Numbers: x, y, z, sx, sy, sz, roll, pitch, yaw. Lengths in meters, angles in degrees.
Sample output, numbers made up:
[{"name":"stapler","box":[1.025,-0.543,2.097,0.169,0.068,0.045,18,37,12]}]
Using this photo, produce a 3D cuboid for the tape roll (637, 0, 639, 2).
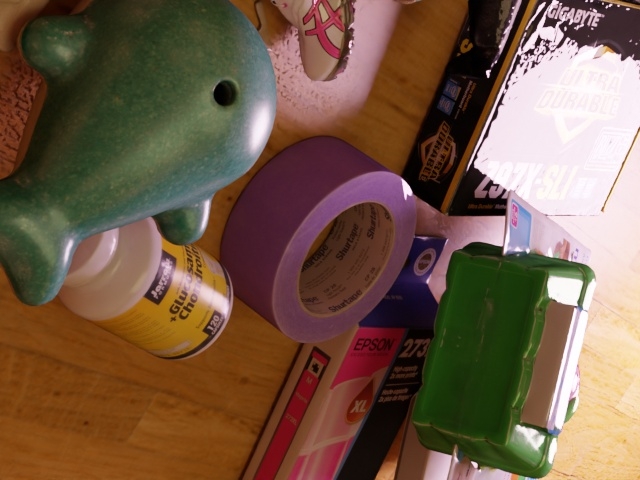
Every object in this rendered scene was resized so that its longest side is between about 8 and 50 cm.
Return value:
[{"name":"tape roll","box":[0.426,-0.314,1.441,0.246,0.246,0.169,-6,122,-47]}]

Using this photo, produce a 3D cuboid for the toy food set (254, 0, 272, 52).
[{"name":"toy food set","box":[-0.086,-0.149,1.177,0.122,0.019,0.078,-37,141,-23]}]

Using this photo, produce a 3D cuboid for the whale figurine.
[{"name":"whale figurine","box":[-0.140,-0.075,1.022,0.272,0.141,0.216,-49,123,-26]}]

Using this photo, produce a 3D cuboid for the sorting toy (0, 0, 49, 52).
[{"name":"sorting toy","box":[-0.212,-0.246,0.936,0.193,0.038,0.208,-53,145,-2]}]

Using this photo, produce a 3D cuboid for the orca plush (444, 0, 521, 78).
[{"name":"orca plush","box":[0.162,-0.294,1.294,0.151,0.102,0.287,-11,121,-79]}]

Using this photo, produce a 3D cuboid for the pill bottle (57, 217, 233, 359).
[{"name":"pill bottle","box":[-0.159,0.028,1.166,0.103,0.103,0.184,-54,145,-1]}]

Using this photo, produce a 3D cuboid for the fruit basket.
[{"name":"fruit basket","box":[0.236,0.138,1.545,0.353,0.165,0.327,24,79,-58]}]

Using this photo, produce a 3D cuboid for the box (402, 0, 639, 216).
[{"name":"box","box":[0.251,-0.154,1.516,0.322,0.079,0.257,-1,120,-49]}]

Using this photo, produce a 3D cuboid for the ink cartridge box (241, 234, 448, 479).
[{"name":"ink cartridge box","box":[0.034,0.167,1.544,0.175,0.069,0.371,5,112,-51]}]

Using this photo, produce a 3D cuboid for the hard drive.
[{"name":"hard drive","box":[0.194,0.205,1.721,0.307,0.040,0.203,-32,140,-46]}]

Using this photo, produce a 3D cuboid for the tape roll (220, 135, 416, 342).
[{"name":"tape roll","box":[0.000,0.000,1.348,0.189,0.080,0.189,-29,137,-31]}]

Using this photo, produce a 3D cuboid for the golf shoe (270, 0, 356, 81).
[{"name":"golf shoe","box":[-0.013,-0.215,1.182,0.086,0.067,0.186,-8,132,-10]}]

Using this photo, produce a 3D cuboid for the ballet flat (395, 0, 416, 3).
[{"name":"ballet flat","box":[0.101,-0.309,1.225,0.067,0.073,0.206,15,103,-38]}]
